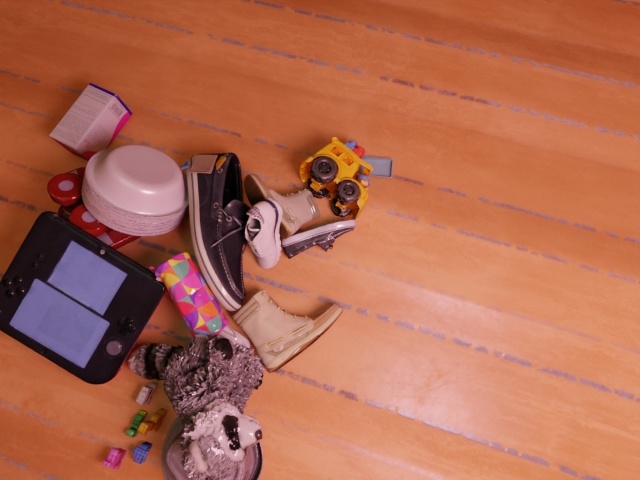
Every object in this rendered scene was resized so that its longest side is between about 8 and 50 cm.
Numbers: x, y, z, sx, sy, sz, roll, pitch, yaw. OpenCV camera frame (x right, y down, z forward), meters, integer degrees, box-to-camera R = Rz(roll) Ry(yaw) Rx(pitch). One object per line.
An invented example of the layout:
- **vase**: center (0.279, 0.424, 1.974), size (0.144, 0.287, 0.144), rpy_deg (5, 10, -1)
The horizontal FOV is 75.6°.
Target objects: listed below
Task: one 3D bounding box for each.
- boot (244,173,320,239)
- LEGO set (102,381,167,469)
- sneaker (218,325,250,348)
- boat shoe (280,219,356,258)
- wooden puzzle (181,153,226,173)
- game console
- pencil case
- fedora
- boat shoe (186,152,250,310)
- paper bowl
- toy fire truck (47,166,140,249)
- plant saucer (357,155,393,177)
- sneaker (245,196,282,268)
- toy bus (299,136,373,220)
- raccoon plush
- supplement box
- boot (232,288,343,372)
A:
- **boot**: center (-0.111, -0.124, 1.217), size (0.165, 0.077, 0.213), rpy_deg (-35, 88, -40)
- **LEGO set**: center (-0.473, 0.495, 1.072), size (0.087, 0.093, 0.227), rpy_deg (19, 75, 8)
- **sneaker**: center (-0.301, 0.242, 1.143), size (0.237, 0.085, 0.086), rpy_deg (39, 56, 12)
- **boat shoe**: center (0.000, 0.000, 1.216), size (0.229, 0.080, 0.076), rpy_deg (-16, 89, -5)
- **wooden puzzle**: center (-0.333, -0.218, 1.182), size (0.117, 0.014, 0.078), rpy_deg (11, 60, 16)
- **game console**: center (-0.644, 0.159, 1.089), size (0.387, 0.060, 0.341), rpy_deg (32, 97, -1)
- **pencil case**: center (-0.332, 0.145, 1.061), size (0.104, 0.104, 0.236), rpy_deg (-33, 89, -7)
- **fedora**: center (-0.286, 0.546, 1.031), size (0.276, 0.124, 0.243), rpy_deg (23, 75, 9)
- **boat shoe**: center (-0.270, -0.048, 1.187), size (0.156, 0.186, 0.499), rpy_deg (-15, 68, 4)
- **paper bowl**: center (-0.509, -0.160, 1.173), size (0.284, 0.148, 0.284), rpy_deg (21, 41, -20)
- **toy fire truck**: center (-0.639, -0.107, 1.248), size (0.254, 0.169, 0.302), rpy_deg (-32, 73, -32)
- **plant saucer**: center (0.131, -0.235, 1.310), size (0.192, 0.018, 0.067), rpy_deg (6, 73, 4)
- **sneaker**: center (-0.168, -0.007, 1.150), size (0.090, 0.235, 0.095), rpy_deg (25, 42, 26)
- **toy bus**: center (0.080, -0.199, 1.235), size (0.220, 0.149, 0.211), rpy_deg (41, 72, 7)
- **raccoon plush**: center (-0.322, 0.415, 0.987), size (0.447, 0.216, 0.299), rpy_deg (-16, 40, 31)
- **supplement box**: center (-0.742, -0.378, 1.344), size (0.114, 0.111, 0.220), rpy_deg (25, 75, 10)
- **boot**: center (-0.089, 0.206, 1.141), size (0.262, 0.095, 0.203), rpy_deg (-36, 74, -10)
